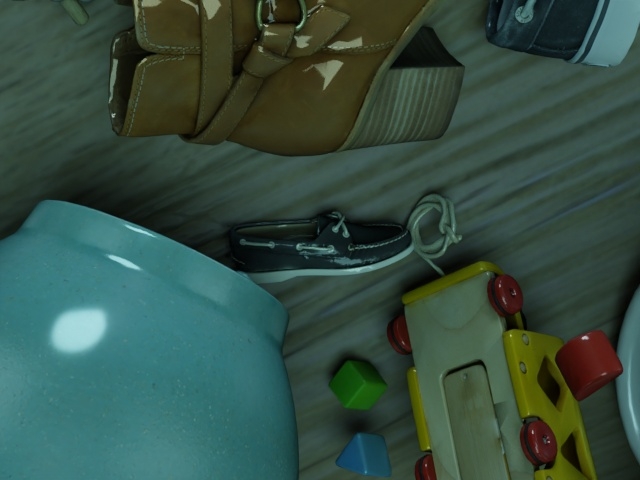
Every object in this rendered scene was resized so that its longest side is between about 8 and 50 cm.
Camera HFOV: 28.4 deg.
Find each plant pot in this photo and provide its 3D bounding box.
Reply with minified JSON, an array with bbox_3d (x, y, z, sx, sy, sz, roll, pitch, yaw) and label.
[{"bbox_3d":[-0.133,0.097,0.768,0.293,0.293,0.196,27,78,-14],"label":"plant pot"}]

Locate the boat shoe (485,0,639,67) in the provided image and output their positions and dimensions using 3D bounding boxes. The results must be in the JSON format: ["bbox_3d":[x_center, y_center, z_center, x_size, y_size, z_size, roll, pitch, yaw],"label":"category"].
[{"bbox_3d":[0.164,-0.255,0.756,0.102,0.108,0.301,7,116,-8],"label":"boat shoe"}]

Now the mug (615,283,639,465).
[{"bbox_3d":[0.336,0.132,0.782,0.276,0.374,0.328,-16,119,-33],"label":"mug"}]

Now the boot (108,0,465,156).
[{"bbox_3d":[-0.013,-0.182,0.742,0.220,0.109,0.283,-2,123,-21],"label":"boot"}]

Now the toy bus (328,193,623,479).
[{"bbox_3d":[0.121,0.099,0.861,0.104,0.191,0.202,14,104,-47],"label":"toy bus"}]

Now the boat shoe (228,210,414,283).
[{"bbox_3d":[0.000,0.000,0.853,0.125,0.046,0.038,-7,113,6],"label":"boat shoe"}]

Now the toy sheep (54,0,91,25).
[{"bbox_3d":[-0.138,-0.184,0.754,0.132,0.091,0.091,-31,109,4],"label":"toy sheep"}]
